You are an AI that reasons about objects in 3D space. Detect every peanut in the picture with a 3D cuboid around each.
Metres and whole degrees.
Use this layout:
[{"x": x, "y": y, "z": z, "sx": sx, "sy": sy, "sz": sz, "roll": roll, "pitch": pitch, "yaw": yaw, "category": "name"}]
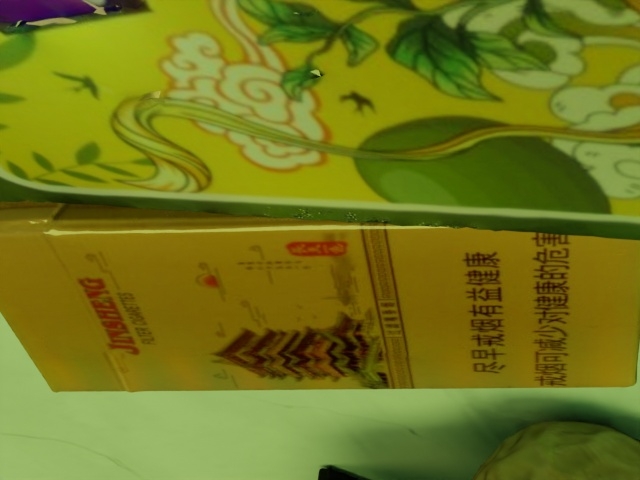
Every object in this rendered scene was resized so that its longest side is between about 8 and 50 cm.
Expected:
[{"x": 0.113, "y": 0.194, "z": 1.117, "sx": 0.233, "sy": 0.110, "sz": 0.197, "roll": -30, "pitch": 134, "yaw": 26, "category": "peanut"}]

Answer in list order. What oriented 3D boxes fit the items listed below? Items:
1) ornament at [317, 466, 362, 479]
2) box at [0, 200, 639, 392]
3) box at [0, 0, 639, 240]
[{"x": -0.015, "y": 0.250, "z": 1.271, "sx": 0.196, "sy": 0.153, "sz": 0.166, "roll": -10, "pitch": 152, "yaw": 44, "category": "ornament"}, {"x": 0.000, "y": 0.000, "z": 0.801, "sx": 0.274, "sy": 0.076, "sz": 0.174, "roll": -1, "pitch": 153, "yaw": 7, "category": "box"}, {"x": 0.035, "y": -0.130, "z": 0.392, "sx": 0.420, "sy": 0.138, "sz": 0.373, "roll": 4, "pitch": 157, "yaw": 17, "category": "box"}]
